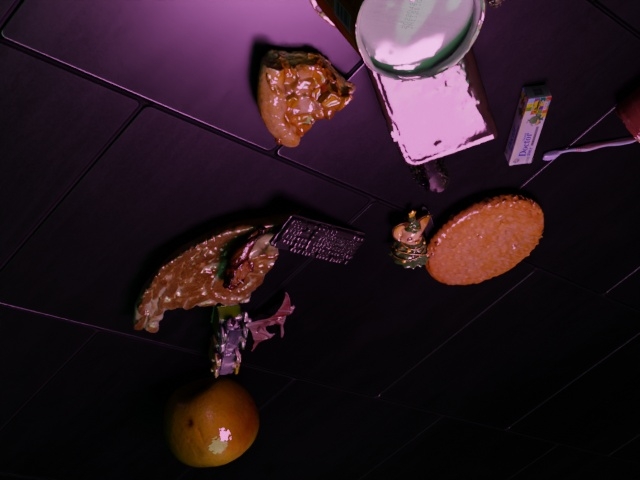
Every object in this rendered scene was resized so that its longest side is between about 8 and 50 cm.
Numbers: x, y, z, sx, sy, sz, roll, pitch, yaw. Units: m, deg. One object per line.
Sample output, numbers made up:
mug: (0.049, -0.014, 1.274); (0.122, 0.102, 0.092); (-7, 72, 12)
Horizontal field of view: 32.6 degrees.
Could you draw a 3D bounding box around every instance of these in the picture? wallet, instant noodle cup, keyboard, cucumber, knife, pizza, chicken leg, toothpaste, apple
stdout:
wallet: (0.158, -0.253, 1.658); (0.165, 0.042, 0.309); (-20, 128, 6)
instant noodle cup: (0.105, -0.330, 1.443); (0.230, 0.182, 0.230); (-8, 129, -10)
keyboard: (0.000, 0.001, 1.926); (0.072, 0.023, 0.231); (-50, 148, 17)
cucumber: (0.162, -0.168, 1.809); (0.067, 0.067, 0.245); (-23, 141, 4)
knife: (0.205, -0.015, 2.058); (0.023, 0.010, 0.170); (-20, 144, 1)
pizza: (-0.019, -0.215, 1.663); (0.161, 0.062, 0.182); (-15, 142, -17)
chicken leg: (-0.131, 0.034, 1.864); (0.062, 0.037, 0.145); (-16, 144, -36)
toothpaste: (0.356, -0.198, 1.880); (0.046, 0.034, 0.164); (-7, 142, -11)
apple: (-0.222, 0.359, 2.191); (0.196, 0.196, 0.157); (-20, 108, 0)

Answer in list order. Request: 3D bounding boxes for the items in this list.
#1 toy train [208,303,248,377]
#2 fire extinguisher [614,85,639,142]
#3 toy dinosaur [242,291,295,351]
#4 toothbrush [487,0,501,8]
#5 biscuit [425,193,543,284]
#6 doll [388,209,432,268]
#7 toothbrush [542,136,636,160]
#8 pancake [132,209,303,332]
toy train: (-0.179, 0.190, 2.086); (0.060, 0.081, 0.202); (-7, 148, -16)
fire extinguisher: (0.669, -0.295, 1.858); (0.337, 0.106, 0.147); (-41, 164, 25)
toy dinosaur: (-0.107, 0.158, 2.115); (0.108, 0.032, 0.220); (-2, 149, -28)
toothbrush: (0.409, -0.466, 1.567); (0.413, 0.042, 0.035); (-34, 141, 14)
biscuit: (0.313, -0.001, 2.100); (0.254, 0.035, 0.254); (-16, 144, -12)
doll: (0.160, -0.013, 2.017); (0.078, 0.076, 0.113); (-18, 116, -21)
toothbrush: (0.495, -0.170, 1.997); (0.193, 0.013, 0.019); (-12, 149, -11)
pancake: (-0.183, 0.052, 1.931); (0.376, 0.054, 0.197); (-28, 137, 13)
